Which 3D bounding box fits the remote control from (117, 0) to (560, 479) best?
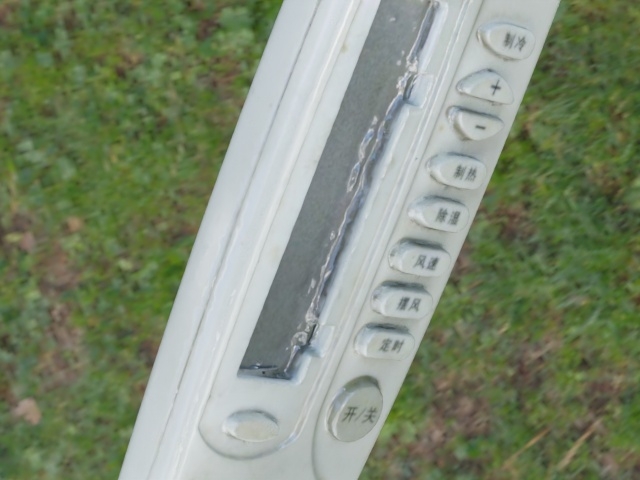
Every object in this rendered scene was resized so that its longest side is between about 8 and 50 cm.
[{"bbox_3d":[0.001,0.000,0.481,0.049,0.090,0.230,36,109,46],"label":"remote control"}]
